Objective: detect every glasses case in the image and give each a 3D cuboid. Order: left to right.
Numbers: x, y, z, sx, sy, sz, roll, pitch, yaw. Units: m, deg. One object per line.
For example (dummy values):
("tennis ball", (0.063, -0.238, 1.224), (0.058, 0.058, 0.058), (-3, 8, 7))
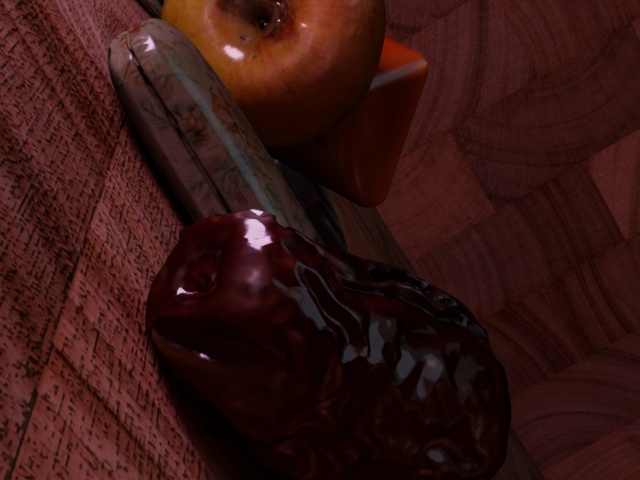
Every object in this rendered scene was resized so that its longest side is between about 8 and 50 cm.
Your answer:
("glasses case", (-0.073, -0.028, 1.103), (0.425, 0.098, 0.156), (58, 10, -11))

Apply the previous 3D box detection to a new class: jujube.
("jujube", (0.011, 0.100, 0.841), (0.342, 0.216, 0.216), (44, 16, -45))

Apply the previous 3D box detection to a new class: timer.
("timer", (0.004, -0.196, 1.693), (0.257, 0.161, 0.250), (30, -47, 26))

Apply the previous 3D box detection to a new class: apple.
("apple", (-0.053, -0.268, 1.441), (0.299, 0.299, 0.275), (61, 18, 12))

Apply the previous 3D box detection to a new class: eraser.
("eraser", (-0.021, -0.076, 1.828), (0.089, 0.061, 0.352), (57, 8, -29))

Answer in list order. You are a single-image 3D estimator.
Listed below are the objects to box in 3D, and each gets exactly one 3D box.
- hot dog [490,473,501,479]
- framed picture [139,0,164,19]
("hot dog", (0.215, 0.350, 1.655), (0.249, 0.076, 0.102), (57, 19, -25))
("framed picture", (-0.273, -0.390, 1.565), (0.173, 0.010, 0.231), (62, 7, 22))
